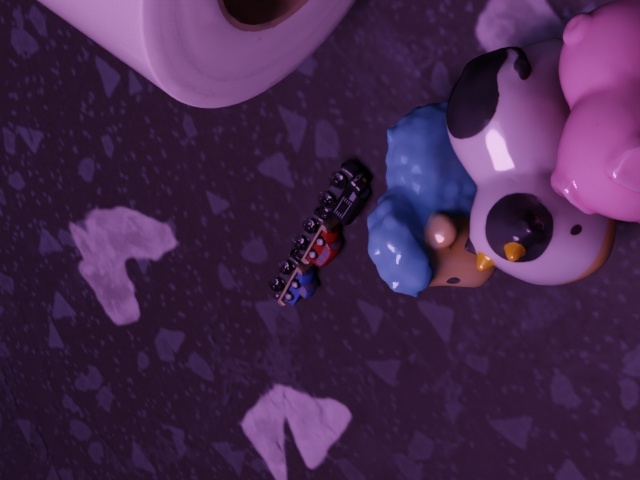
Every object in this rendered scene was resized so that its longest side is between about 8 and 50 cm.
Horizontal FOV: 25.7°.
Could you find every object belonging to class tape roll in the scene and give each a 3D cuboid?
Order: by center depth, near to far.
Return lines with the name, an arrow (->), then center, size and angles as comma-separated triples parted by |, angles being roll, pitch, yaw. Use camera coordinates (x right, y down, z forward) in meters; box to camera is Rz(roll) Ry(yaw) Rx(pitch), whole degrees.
tape roll -> -0.080, -0.228, 0.883 | 0.169, 0.246, 0.246 | 36, 132, 23

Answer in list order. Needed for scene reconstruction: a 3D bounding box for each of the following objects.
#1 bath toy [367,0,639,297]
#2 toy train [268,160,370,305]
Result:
bath toy -> 0.159, -0.063, 0.803 | 0.348, 0.129, 0.151 | -30, 90, 54
toy train -> 0.000, 0.000, 1.092 | 0.036, 0.027, 0.158 | 38, 134, 7
